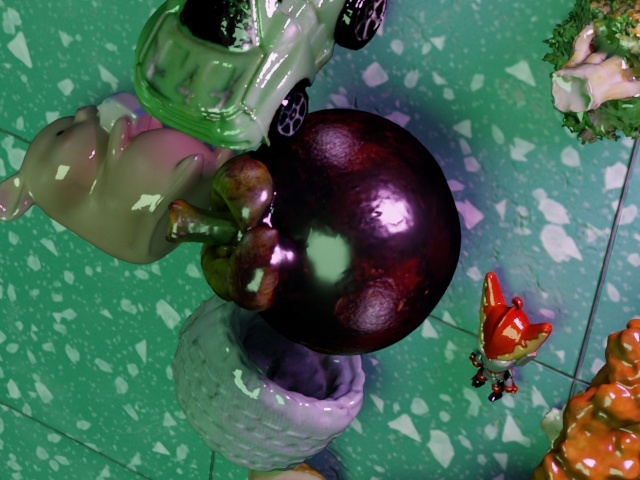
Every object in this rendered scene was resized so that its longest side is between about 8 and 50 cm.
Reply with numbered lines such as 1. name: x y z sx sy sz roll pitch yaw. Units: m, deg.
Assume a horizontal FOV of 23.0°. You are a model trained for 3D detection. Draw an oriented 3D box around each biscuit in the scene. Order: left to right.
1. biscuit: 0.393 0.260 1.732 0.318 0.110 0.312 22 117 -7

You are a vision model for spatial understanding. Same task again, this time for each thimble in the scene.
1. thimble: -0.070 0.172 2.049 0.250 0.205 0.172 44 131 -1

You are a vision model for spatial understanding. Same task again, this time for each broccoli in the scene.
1. broccoli: 0.302 -0.166 1.623 0.220 0.194 0.194 25 126 28

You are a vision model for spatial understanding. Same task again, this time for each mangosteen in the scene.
1. mangosteen: 0.014 -0.004 1.827 0.297 0.313 0.297 9 107 29

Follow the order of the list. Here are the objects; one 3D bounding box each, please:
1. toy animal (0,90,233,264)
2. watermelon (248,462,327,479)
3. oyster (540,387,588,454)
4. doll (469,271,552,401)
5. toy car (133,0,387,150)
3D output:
1. toy animal: -0.269 -0.085 2.058 0.256 0.195 0.213 32 121 20
2. watermelon: -0.071 0.381 2.223 0.128 0.159 0.303 50 141 42
3. oyster: 0.346 0.232 1.866 0.233 0.107 0.161 113 145 -42
4. doll: 0.225 0.127 1.927 0.109 0.057 0.169 44 148 28
5. toy car: -0.064 -0.280 1.765 0.213 0.358 0.176 26 157 22
